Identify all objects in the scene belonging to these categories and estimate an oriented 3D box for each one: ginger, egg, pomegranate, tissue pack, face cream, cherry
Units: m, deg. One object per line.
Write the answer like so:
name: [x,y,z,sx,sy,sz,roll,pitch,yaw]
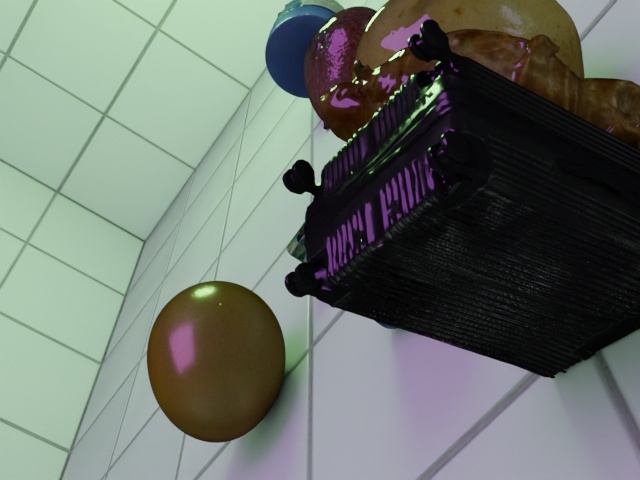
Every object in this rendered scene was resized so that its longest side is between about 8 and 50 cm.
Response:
ginger: [0.180,-0.107,0.901,0.274,0.357,0.152,136,146,-59]
egg: [-0.186,0.217,1.495,0.250,0.250,0.322,-51,30,24]
pomegranate: [0.200,-0.218,1.109,0.319,0.319,0.319,-51,19,24]
tissue pack: [0.000,0.001,1.624,0.111,0.085,0.079,-54,19,10]
face cream: [-0.026,-0.562,2.384,0.249,0.249,0.225,-49,16,28]
cherry: [0.075,-0.375,1.842,0.261,0.221,0.307,131,149,-53]

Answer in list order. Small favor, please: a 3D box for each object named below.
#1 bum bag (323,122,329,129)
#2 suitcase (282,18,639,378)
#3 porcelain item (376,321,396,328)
bum bag: [0.053,-0.375,2.215,0.159,0.026,0.109,-50,20,27]
suitcase: [0.164,-0.014,0.756,0.229,0.335,0.152,-42,39,42]
porcelain item: [0.101,0.047,1.211,0.147,0.114,0.147,-50,17,22]
